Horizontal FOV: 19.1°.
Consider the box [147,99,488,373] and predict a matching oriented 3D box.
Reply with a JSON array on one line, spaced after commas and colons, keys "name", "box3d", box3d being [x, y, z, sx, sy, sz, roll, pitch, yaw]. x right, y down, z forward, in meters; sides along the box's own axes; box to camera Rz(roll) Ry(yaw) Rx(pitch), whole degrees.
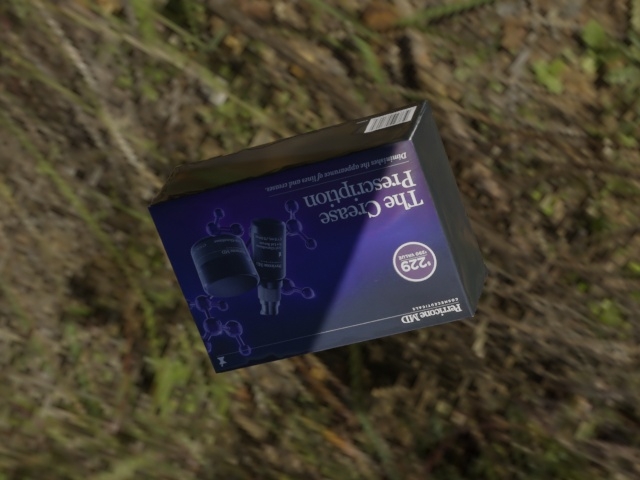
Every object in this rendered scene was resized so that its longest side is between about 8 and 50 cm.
[{"name": "box", "box3d": [0.000, 0.000, 1.764, 0.261, 0.184, 0.103, -14, 23, 19]}]
